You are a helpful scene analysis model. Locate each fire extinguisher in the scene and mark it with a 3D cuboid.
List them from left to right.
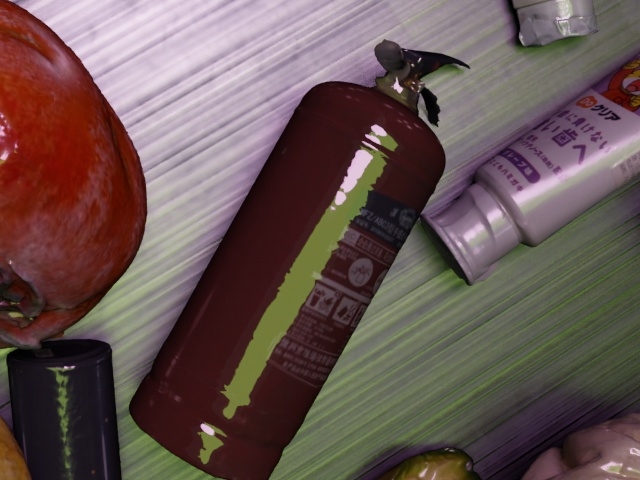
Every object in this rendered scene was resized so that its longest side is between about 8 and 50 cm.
[{"bbox_3d":[0.000,0.000,0.710,0.114,0.135,0.337,30,91,27],"label":"fire extinguisher"}]

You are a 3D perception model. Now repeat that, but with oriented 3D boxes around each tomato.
[{"bbox_3d":[-0.221,-0.038,0.606,0.232,0.232,0.188,2,56,-13],"label":"tomato"}]

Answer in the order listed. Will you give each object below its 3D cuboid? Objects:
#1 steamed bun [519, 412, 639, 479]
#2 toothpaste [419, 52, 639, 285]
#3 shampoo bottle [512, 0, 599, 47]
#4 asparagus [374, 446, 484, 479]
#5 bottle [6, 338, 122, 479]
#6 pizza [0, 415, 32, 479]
[{"bbox_3d":[0.273,0.323,0.737,0.342,0.255,0.368,18,63,3],"label":"steamed bun"},{"bbox_3d":[0.213,-0.078,0.754,0.299,0.114,0.073,-36,123,-2],"label":"toothpaste"},{"bbox_3d":[0.162,-0.252,0.741,0.072,0.049,0.212,-17,101,-14],"label":"shampoo bottle"},{"bbox_3d":[0.003,0.254,0.757,0.287,0.080,0.080,-44,104,-4],"label":"asparagus"},{"bbox_3d":[-0.172,0.194,0.710,0.082,0.072,0.244,-3,98,-11],"label":"bottle"},{"bbox_3d":[-0.285,0.156,0.619,0.197,0.058,0.292,-23,70,-31],"label":"pizza"}]
